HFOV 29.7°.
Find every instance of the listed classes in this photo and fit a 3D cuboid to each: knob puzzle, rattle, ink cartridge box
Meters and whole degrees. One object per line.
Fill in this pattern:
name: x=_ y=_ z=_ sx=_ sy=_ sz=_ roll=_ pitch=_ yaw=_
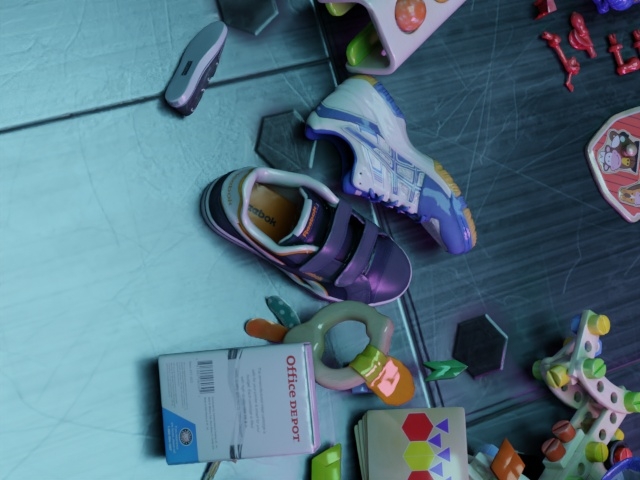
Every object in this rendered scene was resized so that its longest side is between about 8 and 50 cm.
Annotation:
knob puzzle: x=0.506 y=-0.123 z=1.907 sx=0.213 sy=0.030 sz=0.213 roll=3 pitch=82 yaw=-22
rattle: x=0.016 y=0.149 z=1.639 sx=0.143 sy=0.199 sz=0.130 roll=24 pitch=70 yaw=-59
ink cartridge box: x=-0.102 y=0.206 z=1.537 sx=0.190 sy=0.082 sz=0.140 roll=-5 pitch=85 yaw=5

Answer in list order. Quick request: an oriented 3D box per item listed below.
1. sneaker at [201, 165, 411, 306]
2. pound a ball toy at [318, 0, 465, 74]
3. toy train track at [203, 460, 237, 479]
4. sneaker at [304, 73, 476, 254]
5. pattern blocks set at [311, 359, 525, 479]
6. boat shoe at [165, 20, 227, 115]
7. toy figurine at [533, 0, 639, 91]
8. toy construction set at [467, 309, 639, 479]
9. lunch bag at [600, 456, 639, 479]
sneaker: x=0.000 y=0.000 z=1.627 sx=0.321 sy=0.127 sz=0.126 roll=23 pitch=74 yaw=-20
pound a ball toy: x=0.107 y=-0.375 z=1.654 sx=0.319 sy=0.135 sz=0.208 roll=-46 pitch=127 yaw=-30
toy train track: x=-0.140 y=0.295 z=1.590 sx=0.048 sy=0.014 sz=0.083 roll=30 pitch=80 yaw=-17
sneaker: x=0.095 y=-0.084 z=1.697 sx=0.131 sy=0.112 sz=0.296 roll=-38 pitch=89 yaw=-15
pattern blocks set: x=0.130 y=0.318 z=1.630 sx=0.285 sy=0.026 sz=0.325 roll=5 pitch=73 yaw=6
boat shoe: x=-0.163 y=-0.233 z=1.634 sx=0.040 sy=0.049 sz=0.142 roll=49 pitch=62 yaw=-46
toy figurine: x=0.538 y=-0.378 z=1.851 sx=0.362 sy=0.217 sz=0.191 roll=-17 pitch=90 yaw=-23
toy construction set: x=0.335 y=0.276 z=1.716 sx=0.327 sy=0.151 sz=0.215 roll=-42 pitch=112 yaw=-18
lunch bag: x=0.405 y=0.522 z=1.590 sx=0.239 sy=0.328 sz=0.385 roll=6 pitch=52 yaw=20
